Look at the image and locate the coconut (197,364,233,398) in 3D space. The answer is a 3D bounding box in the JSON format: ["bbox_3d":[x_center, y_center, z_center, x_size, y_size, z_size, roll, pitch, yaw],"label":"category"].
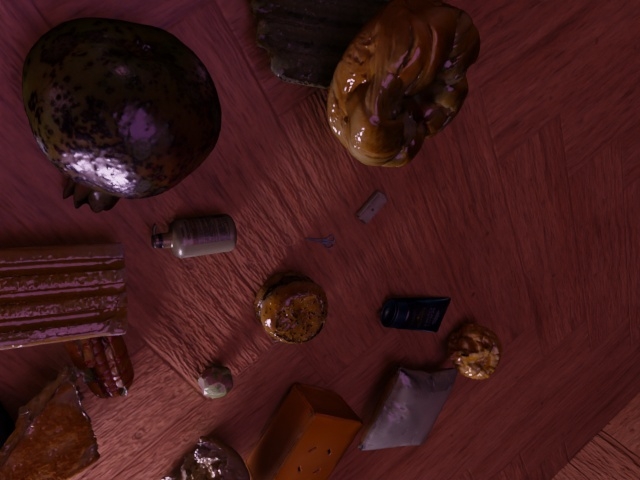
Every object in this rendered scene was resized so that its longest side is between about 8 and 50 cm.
[{"bbox_3d":[-0.243,0.329,1.206,0.081,0.082,0.083,-43,131,-1],"label":"coconut"}]

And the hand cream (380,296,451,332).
[{"bbox_3d":[0.285,0.215,1.510,0.271,0.061,0.120,9,104,-44],"label":"hand cream"}]

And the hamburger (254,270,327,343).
[{"bbox_3d":[-0.065,0.169,1.216,0.177,0.113,0.185,18,103,-39],"label":"hamburger"}]

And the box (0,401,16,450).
[{"bbox_3d":[-0.737,0.477,0.964,0.350,0.091,0.359,-19,123,-25],"label":"box"}]

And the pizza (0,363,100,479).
[{"bbox_3d":[-0.518,0.360,0.995,0.280,0.075,0.287,11,102,-61],"label":"pizza"}]

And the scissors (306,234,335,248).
[{"bbox_3d":[0.000,0.000,1.237,0.083,0.006,0.036,8,107,-35],"label":"scissors"}]

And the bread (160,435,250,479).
[{"bbox_3d":[-0.280,0.621,1.279,0.192,0.171,0.314,20,103,-40],"label":"bread"}]

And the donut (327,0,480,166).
[{"bbox_3d":[0.168,-0.304,1.032,0.360,0.170,0.360,-36,151,-24],"label":"donut"}]

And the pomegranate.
[{"bbox_3d":[-0.316,-0.166,0.813,0.285,0.285,0.340,5,142,-34],"label":"pomegranate"}]

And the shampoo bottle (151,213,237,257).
[{"bbox_3d":[-0.253,-0.007,1.024,0.162,0.079,0.079,-9,119,-29],"label":"shampoo bottle"}]

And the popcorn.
[{"bbox_3d":[0.490,0.351,1.644,0.180,0.180,0.170,-50,152,-1],"label":"popcorn"}]

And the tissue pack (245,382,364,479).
[{"bbox_3d":[-0.051,0.552,1.408,0.194,0.145,0.274,27,97,-41],"label":"tissue pack"}]

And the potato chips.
[{"bbox_3d":[0.052,-0.475,0.980,0.429,0.070,0.358,-8,118,-29],"label":"potato chips"}]

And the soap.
[{"bbox_3d":[-0.482,0.091,0.890,0.274,0.089,0.173,-3,87,-30],"label":"soap"}]

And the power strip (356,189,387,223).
[{"bbox_3d":[0.126,-0.082,1.268,0.090,0.016,0.040,-49,129,-2],"label":"power strip"}]

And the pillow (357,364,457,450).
[{"bbox_3d":[0.282,0.527,1.622,0.312,0.119,0.310,13,103,-39],"label":"pillow"}]

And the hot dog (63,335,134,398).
[{"bbox_3d":[-0.443,0.220,1.026,0.104,0.076,0.250,-18,125,-23],"label":"hot dog"}]
